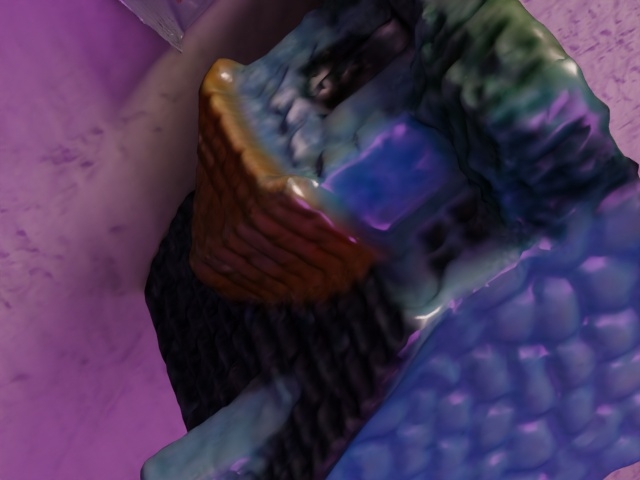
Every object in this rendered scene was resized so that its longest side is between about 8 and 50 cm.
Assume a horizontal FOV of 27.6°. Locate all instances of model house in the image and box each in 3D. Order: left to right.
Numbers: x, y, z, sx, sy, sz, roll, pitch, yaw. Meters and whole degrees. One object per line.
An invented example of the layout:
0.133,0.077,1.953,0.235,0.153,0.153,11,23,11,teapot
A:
0.000,0.000,0.600,0.241,0.261,0.226,-33,125,2,model house

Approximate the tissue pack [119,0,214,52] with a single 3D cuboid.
-0.039,-0.191,0.588,0.193,0.026,0.122,-47,133,-4,tissue pack
